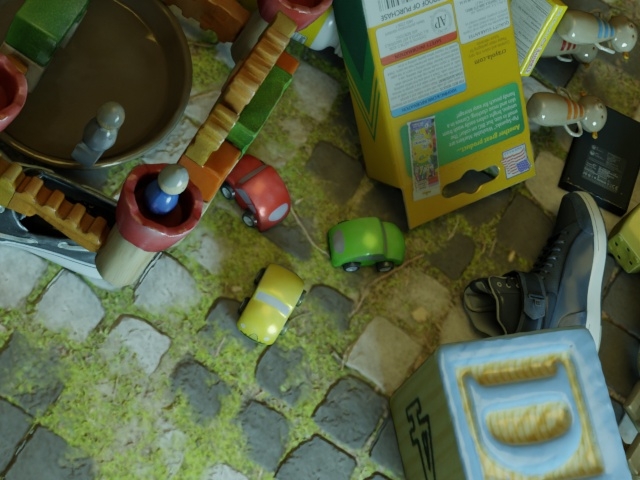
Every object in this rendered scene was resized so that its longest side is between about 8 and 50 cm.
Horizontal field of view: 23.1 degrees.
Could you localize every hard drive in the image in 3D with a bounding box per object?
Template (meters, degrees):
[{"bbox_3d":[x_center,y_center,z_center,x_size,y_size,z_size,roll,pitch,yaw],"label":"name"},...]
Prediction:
[{"bbox_3d":[0.370,-0.109,2.031,0.094,0.022,0.135,25,64,-6],"label":"hard drive"}]

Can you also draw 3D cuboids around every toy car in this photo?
[{"bbox_3d":[0.000,0.000,1.852,0.224,0.053,0.239,-2,70,-18],"label":"toy car"}]

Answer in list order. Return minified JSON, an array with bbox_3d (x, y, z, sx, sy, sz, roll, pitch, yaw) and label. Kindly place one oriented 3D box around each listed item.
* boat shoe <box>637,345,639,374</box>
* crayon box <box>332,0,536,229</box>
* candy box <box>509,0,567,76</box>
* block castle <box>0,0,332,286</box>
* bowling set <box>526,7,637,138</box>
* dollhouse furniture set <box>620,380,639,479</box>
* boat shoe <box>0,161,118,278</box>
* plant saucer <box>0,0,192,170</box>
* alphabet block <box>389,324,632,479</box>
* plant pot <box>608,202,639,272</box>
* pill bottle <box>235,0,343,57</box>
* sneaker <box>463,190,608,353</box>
[{"bbox_3d":[0.483,0.046,1.913,0.103,0.113,0.302,19,96,-49],"label":"boat shoe"},{"bbox_3d":[0.138,-0.202,1.900,0.203,0.083,0.323,-23,113,-25],"label":"crayon box"},{"bbox_3d":[0.217,-0.307,1.975,0.027,0.105,0.206,-4,41,-41],"label":"candy box"},{"bbox_3d":[-0.192,-0.201,1.706,0.303,0.213,0.453,34,51,-7],"label":"block castle"},{"bbox_3d":[0.340,-0.288,1.980,0.154,0.200,0.287,2,66,-38],"label":"bowling set"},{"bbox_3d":[0.432,0.309,1.791,0.242,0.212,0.161,-53,126,-26],"label":"dollhouse furniture set"},{"bbox_3d":[-0.341,-0.041,1.733,0.301,0.102,0.108,21,64,-9],"label":"boat shoe"},{"bbox_3d":[-0.290,-0.206,1.852,0.277,0.041,0.278,6,68,-15],"label":"plant saucer"},{"bbox_3d":[0.205,0.221,1.742,0.192,0.197,0.194,-6,70,-15],"label":"alphabet block"},{"bbox_3d":[0.410,-0.005,1.972,0.083,0.081,0.081,-32,81,-21],"label":"plant pot"},{"bbox_3d":[-0.020,-0.310,1.935,0.208,0.119,0.119,28,63,-5],"label":"pill bottle"},{"bbox_3d":[0.260,0.032,1.903,0.163,0.086,0.226,12,67,-16],"label":"sneaker"}]
